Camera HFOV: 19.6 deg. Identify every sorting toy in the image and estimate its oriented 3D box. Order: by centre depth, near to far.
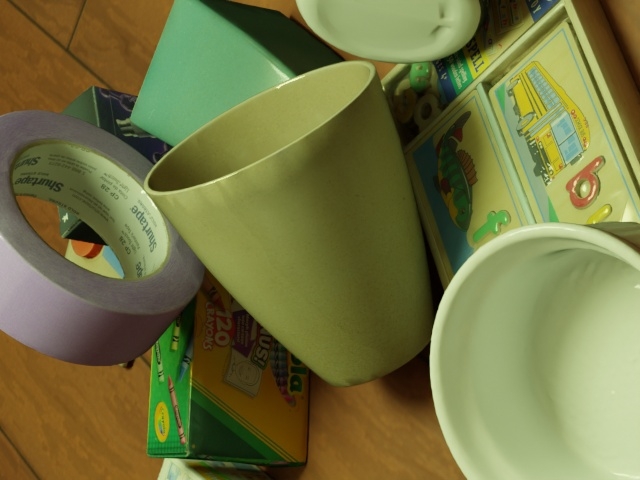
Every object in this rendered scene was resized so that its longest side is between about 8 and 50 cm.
[{"bbox_3d":[-0.285,0.044,2.382,0.208,0.038,0.193,23,100,51],"label":"sorting toy"}]

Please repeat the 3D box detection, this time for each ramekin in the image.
[{"bbox_3d":[0.242,0.113,1.587,0.277,0.135,0.277,9,104,38],"label":"ramekin"}]

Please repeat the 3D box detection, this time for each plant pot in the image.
[{"bbox_3d":[0.000,0.000,1.855,0.256,0.256,0.274,-5,119,50],"label":"plant pot"},{"bbox_3d":[-0.059,-0.147,2.054,0.234,0.165,0.165,37,110,40],"label":"plant pot"}]

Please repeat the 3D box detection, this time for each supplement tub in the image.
[{"bbox_3d":[0.088,-0.352,1.849,0.193,0.193,0.316,-27,44,45],"label":"supplement tub"}]

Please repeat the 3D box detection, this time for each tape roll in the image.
[{"bbox_3d":[-0.256,-0.005,1.902,0.090,0.275,0.275,-50,47,32],"label":"tape roll"}]

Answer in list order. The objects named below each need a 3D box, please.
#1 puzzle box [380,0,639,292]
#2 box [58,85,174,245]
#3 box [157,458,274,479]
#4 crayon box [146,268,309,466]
[{"bbox_3d":[0.204,-0.066,1.794,0.272,0.052,0.409,-43,51,36],"label":"puzzle box"},{"bbox_3d":[-0.202,-0.075,2.170,0.108,0.207,0.153,-37,55,41],"label":"box"},{"bbox_3d":[-0.089,0.320,2.020,0.203,0.114,0.103,31,106,48],"label":"box"},{"bbox_3d":[-0.097,0.106,2.036,0.081,0.165,0.278,-10,74,49],"label":"crayon box"}]
